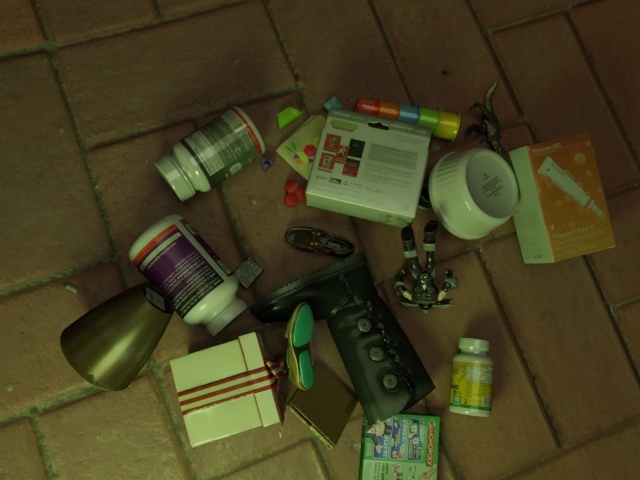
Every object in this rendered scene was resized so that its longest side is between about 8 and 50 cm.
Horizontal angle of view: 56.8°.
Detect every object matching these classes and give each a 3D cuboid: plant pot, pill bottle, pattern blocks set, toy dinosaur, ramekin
[{"bbox_3d":[-0.486,0.220,1.484,0.230,0.215,0.215,-43,88,10],"label":"plant pot"},{"bbox_3d":[-0.346,0.098,1.584,0.181,0.181,0.323,-41,87,-14],"label":"pill bottle"},{"bbox_3d":[-0.025,-0.278,1.785,0.325,0.026,0.285,-31,85,-13],"label":"pattern blocks set"},{"bbox_3d":[-0.311,-0.239,1.666,0.283,0.161,0.161,-36,86,-13],"label":"pill bottle"},{"bbox_3d":[0.523,-0.380,1.870,0.118,0.064,0.268,2,79,-24],"label":"toy dinosaur"},{"bbox_3d":[0.430,0.385,1.679,0.117,0.117,0.208,8,78,-7],"label":"pill bottle"},{"bbox_3d":[0.458,-0.148,1.737,0.273,0.127,0.273,9,72,-29],"label":"ramekin"}]

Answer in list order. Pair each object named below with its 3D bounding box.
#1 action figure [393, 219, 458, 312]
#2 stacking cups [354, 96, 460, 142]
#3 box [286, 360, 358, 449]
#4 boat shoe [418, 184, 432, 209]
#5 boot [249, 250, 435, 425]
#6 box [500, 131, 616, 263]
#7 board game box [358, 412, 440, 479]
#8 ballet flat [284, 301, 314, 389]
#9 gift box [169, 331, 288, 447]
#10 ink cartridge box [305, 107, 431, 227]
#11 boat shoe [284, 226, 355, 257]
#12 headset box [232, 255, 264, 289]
[{"bbox_3d":[0.297,0.092,1.686,0.185,0.099,0.285,-5,117,8],"label":"action figure"},{"bbox_3d":[0.263,-0.379,1.826,0.316,0.096,0.096,11,78,-1],"label":"stacking cups"},{"bbox_3d":[0.010,0.434,1.584,0.164,0.201,0.021,44,120,1],"label":"box"},{"bbox_3d":[0.267,-0.153,1.775,0.183,0.083,0.065,21,76,-5],"label":"boat shoe"},{"bbox_3d":[0.059,0.297,1.624,0.367,0.146,0.445,-24,83,-13],"label":"boot"},{"bbox_3d":[0.702,-0.122,1.767,0.215,0.168,0.345,-14,90,-11],"label":"box"},{"bbox_3d":[0.214,0.639,1.634,0.213,0.046,0.317,7,78,-8],"label":"board game box"},{"bbox_3d":[-0.062,0.270,1.523,0.080,0.073,0.232,-9,100,-46],"label":"ballet flat"},{"bbox_3d":[-0.208,0.387,1.524,0.258,0.255,0.276,-18,86,-3],"label":"gift box"},{"bbox_3d":[0.140,-0.207,1.691,0.309,0.130,0.272,14,77,4],"label":"ink cartridge box"},{"bbox_3d":[0.000,0.000,1.713,0.207,0.073,0.073,11,79,-5],"label":"boat shoe"},{"bbox_3d":[-0.210,0.096,1.682,0.062,0.032,0.083,42,77,1],"label":"headset box"}]
